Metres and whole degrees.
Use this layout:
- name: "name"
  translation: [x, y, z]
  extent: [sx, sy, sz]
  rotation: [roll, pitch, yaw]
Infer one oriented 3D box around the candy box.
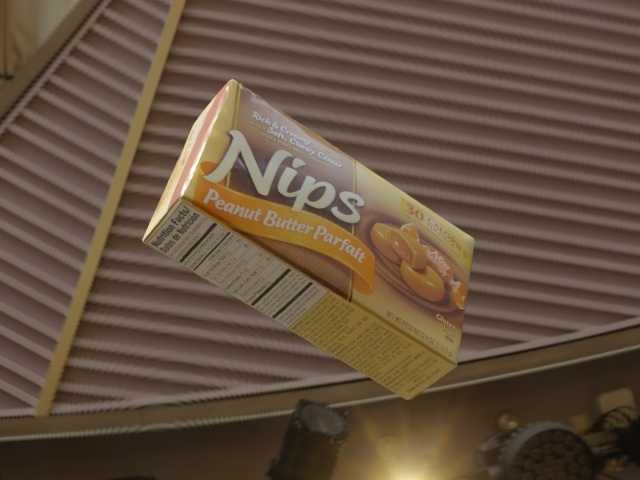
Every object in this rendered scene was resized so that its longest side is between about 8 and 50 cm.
- name: "candy box"
  translation: [0.000, 0.000, 1.108]
  extent: [0.316, 0.087, 0.183]
  rotation: [32, -138, -15]
